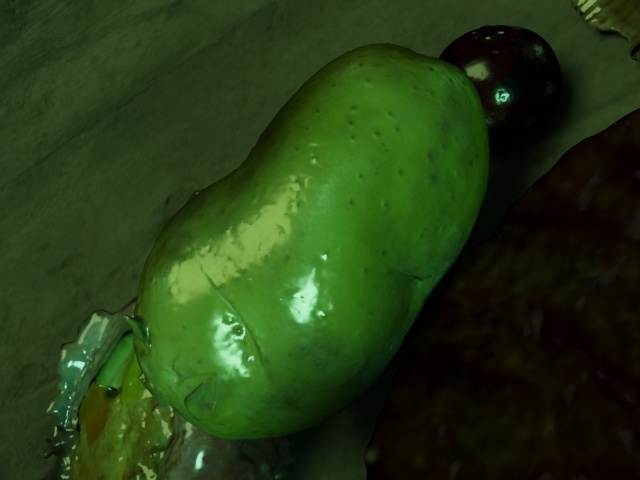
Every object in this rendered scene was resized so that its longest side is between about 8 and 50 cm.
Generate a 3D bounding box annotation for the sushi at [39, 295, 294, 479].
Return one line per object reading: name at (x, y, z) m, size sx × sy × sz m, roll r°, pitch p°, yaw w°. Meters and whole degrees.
sushi at (-0.099, 0.154, 0.738) m, size 0.161 × 0.107 × 0.241 m, roll -8°, pitch 69°, yaw 43°

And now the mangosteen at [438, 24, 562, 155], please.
mangosteen at (0.112, -0.096, 0.700) m, size 0.081 × 0.081 × 0.081 m, roll -25°, pitch 51°, yaw 34°

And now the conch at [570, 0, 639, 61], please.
conch at (0.172, -0.180, 0.639) m, size 0.207 × 0.130 × 0.155 m, roll -155°, pitch 69°, yaw -66°

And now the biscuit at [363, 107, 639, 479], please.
biscuit at (0.184, 0.115, 0.484) m, size 0.407 × 0.091 × 0.407 m, roll -28°, pitch 49°, yaw 37°

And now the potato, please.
potato at (0.000, 0.000, 0.638) m, size 0.143 × 0.169 × 0.248 m, roll 35°, pitch 85°, yaw 16°
